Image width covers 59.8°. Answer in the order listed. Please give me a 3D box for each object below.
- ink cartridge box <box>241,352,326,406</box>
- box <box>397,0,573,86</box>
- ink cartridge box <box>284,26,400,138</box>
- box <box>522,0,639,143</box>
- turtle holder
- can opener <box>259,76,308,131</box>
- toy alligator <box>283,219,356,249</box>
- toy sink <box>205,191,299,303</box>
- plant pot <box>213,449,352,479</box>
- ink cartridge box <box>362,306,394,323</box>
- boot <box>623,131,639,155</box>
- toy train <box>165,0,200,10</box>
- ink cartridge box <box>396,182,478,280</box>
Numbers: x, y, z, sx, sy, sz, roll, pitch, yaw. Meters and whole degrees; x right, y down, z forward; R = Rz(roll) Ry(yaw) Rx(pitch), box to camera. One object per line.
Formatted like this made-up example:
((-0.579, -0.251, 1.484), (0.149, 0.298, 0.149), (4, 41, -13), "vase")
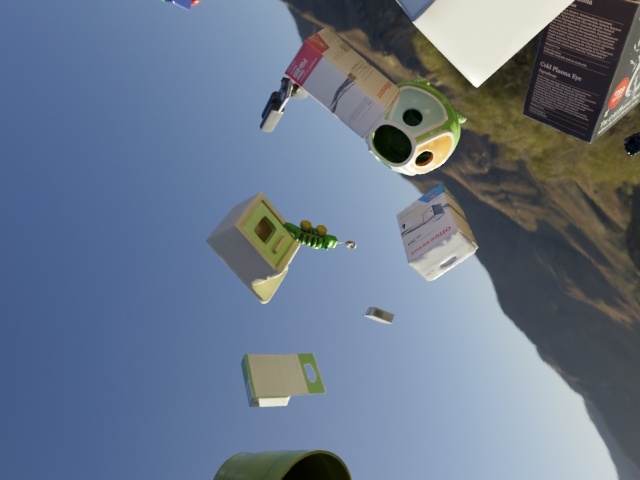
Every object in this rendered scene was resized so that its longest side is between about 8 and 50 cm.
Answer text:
((-0.118, 0.431, 1.738), (0.235, 0.056, 0.171), (5, -145, -23), "ink cartridge box")
((0.259, -0.423, 0.743), (0.168, 0.345, 0.215), (28, -148, -40), "box")
((0.053, -0.338, 1.187), (0.218, 0.092, 0.158), (38, -146, -4), "ink cartridge box")
((0.633, -0.440, 1.198), (0.179, 0.343, 0.312), (36, 150, 33), "box")
((0.221, -0.326, 1.525), (0.320, 0.243, 0.227), (57, -137, -7), "turtle holder")
((-0.107, -0.398, 1.657), (0.095, 0.283, 0.076), (10, -104, -16), "can opener")
((0.000, 0.000, 1.339), (0.190, 0.056, 0.051), (17, -143, -12), "toy alligator")
((-0.146, 0.021, 1.426), (0.234, 0.131, 0.153), (52, -140, -18), "toy sink")
((-0.144, 0.798, 1.695), (0.366, 0.353, 0.366), (6, -99, -44), "plant pot")
((0.161, 0.209, 1.565), (0.063, 0.029, 0.115), (22, 171, -6), "ink cartridge box")
((0.584, -0.185, 0.940), (0.121, 0.099, 0.045), (105, 147, -80), "boot")
((-0.279, -0.558, 0.999), (0.143, 0.248, 0.105), (18, -167, 14), "toy train")
((0.263, -0.022, 1.281), (0.082, 0.140, 0.190), (40, -154, -26), "ink cartridge box")
